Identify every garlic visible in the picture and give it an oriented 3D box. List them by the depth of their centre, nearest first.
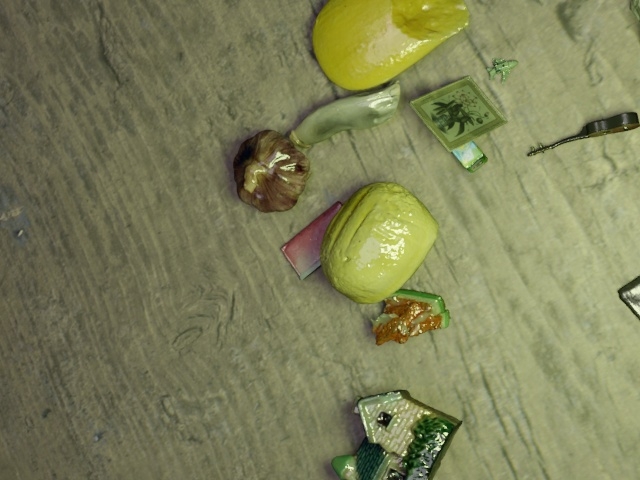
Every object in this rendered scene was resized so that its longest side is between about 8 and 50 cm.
[{"bbox_3d":[-0.154,-0.201,1.909,0.244,0.160,0.245,-1,88,22],"label":"garlic"}]

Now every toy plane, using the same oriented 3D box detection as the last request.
[{"bbox_3d":[0.478,-0.453,1.732,0.083,0.033,0.080,-22,67,19],"label":"toy plane"}]

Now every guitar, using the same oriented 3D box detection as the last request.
[{"bbox_3d":[0.649,-0.263,1.647,0.271,0.084,0.038,-15,80,27],"label":"guitar"}]

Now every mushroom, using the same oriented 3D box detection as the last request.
[{"bbox_3d":[0.068,-0.351,1.855,0.351,0.109,0.097,-17,50,22],"label":"mushroom"}]

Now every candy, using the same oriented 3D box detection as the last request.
[{"bbox_3d":[0.357,-0.274,1.742,0.062,0.097,0.194,-40,75,15],"label":"candy"}]

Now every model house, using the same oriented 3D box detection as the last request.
[{"bbox_3d":[0.180,0.540,1.725,0.284,0.243,0.298,27,87,25],"label":"model house"}]

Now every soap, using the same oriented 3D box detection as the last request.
[{"bbox_3d":[0.171,-0.602,1.814,0.427,0.115,0.306,-30,82,18],"label":"soap"}]

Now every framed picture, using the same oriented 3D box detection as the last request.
[{"bbox_3d":[0.358,-0.331,1.705,0.173,0.231,0.010,53,151,13],"label":"framed picture"}]

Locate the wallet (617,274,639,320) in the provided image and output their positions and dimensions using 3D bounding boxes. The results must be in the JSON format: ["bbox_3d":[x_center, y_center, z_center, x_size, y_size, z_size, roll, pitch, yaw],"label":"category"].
[{"bbox_3d":[0.888,0.095,1.555,0.321,0.044,0.170,-41,74,19],"label":"wallet"}]

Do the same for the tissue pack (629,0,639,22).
[{"bbox_3d":[0.790,-0.537,1.518,0.156,0.209,0.148,23,98,23],"label":"tissue pack"}]

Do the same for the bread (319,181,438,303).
[{"bbox_3d":[0.141,0.005,1.715,0.237,0.320,0.320,33,102,-8],"label":"bread"}]

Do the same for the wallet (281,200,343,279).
[{"bbox_3d":[0.000,0.000,1.916,0.232,0.025,0.119,-39,76,16],"label":"wallet"}]

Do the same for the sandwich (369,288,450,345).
[{"bbox_3d":[0.235,0.204,1.751,0.184,0.160,0.109,-2,107,29],"label":"sandwich"}]
